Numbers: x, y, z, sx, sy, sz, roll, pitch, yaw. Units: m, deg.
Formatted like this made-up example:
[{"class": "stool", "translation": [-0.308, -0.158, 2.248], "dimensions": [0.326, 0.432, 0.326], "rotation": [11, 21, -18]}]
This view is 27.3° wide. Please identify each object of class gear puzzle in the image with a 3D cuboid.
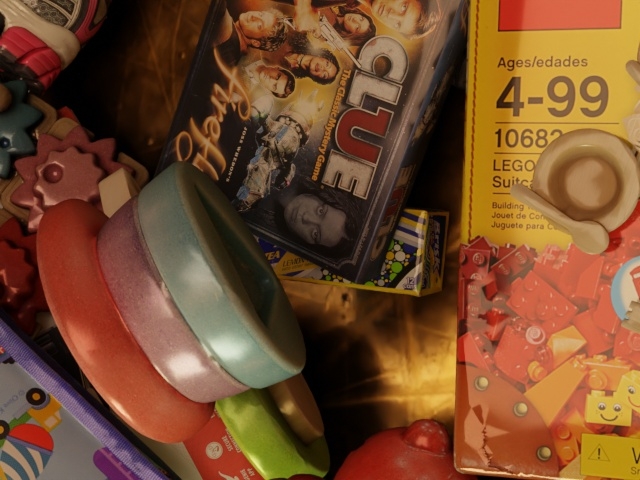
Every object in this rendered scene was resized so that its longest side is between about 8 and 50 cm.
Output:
[{"class": "gear puzzle", "translation": [-0.278, 0.038, 0.884], "dimensions": [0.175, 0.044, 0.339], "rotation": [33, 79, 7]}]

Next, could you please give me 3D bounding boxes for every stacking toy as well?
[{"class": "stacking toy", "translation": [-0.022, 0.065, 0.797], "dimensions": [0.130, 0.279, 0.309], "rotation": [-31, 111, 8]}]

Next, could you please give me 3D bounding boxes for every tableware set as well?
[{"class": "tableware set", "translation": [0.188, -0.033, 0.651], "dimensions": [0.141, 0.020, 0.169], "rotation": [41, 105, 17]}]

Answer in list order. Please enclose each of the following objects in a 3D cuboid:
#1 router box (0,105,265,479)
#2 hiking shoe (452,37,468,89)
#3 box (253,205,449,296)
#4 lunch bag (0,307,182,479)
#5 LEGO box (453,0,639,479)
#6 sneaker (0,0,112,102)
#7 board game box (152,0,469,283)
[{"class": "router box", "translation": [-0.226, 0.124, 0.931], "dimensions": [0.301, 0.082, 0.335], "rotation": [-30, 79, -7]}, {"class": "hiking shoe", "translation": [0.066, -0.216, 0.873], "dimensions": [0.114, 0.086, 0.227], "rotation": [6, 94, 19]}, {"class": "box", "translation": [0.000, 0.000, 0.918], "dimensions": [0.169, 0.054, 0.059], "rotation": [6, 92, 21]}, {"class": "lunch bag", "translation": [-0.253, 0.142, 0.800], "dimensions": [0.293, 0.138, 0.221], "rotation": [43, 80, 3]}, {"class": "LEGO box", "translation": [0.341, -0.046, 0.705], "dimensions": [0.500, 0.193, 0.372], "rotation": [2, 91, 22]}, {"class": "sneaker", "translation": [-0.286, -0.217, 1.013], "dimensions": [0.299, 0.121, 0.112], "rotation": [34, 73, 19]}, {"class": "board game box", "translation": [0.002, -0.116, 0.850], "dimensions": [0.165, 0.042, 0.243], "rotation": [25, 105, 20]}]
